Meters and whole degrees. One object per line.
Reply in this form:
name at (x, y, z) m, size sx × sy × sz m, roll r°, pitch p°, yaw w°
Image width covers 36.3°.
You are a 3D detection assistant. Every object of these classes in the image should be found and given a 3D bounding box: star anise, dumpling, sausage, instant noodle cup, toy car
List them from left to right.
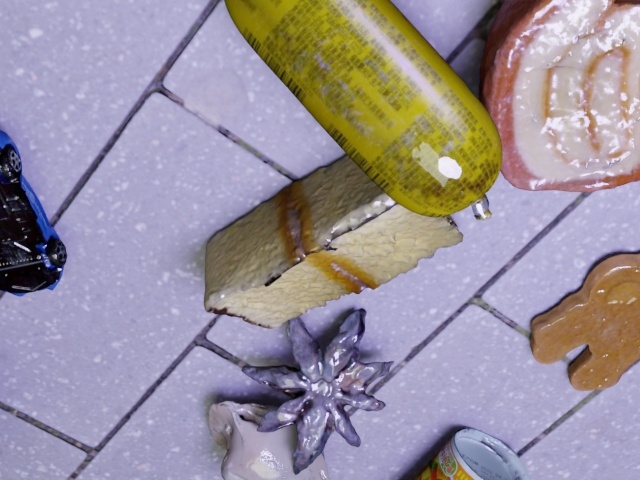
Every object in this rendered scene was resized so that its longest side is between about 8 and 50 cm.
toy car at (-0.344, -0.031, 1.051) m, size 0.103 × 0.063 × 0.216 m, roll -10°, pitch 129°, yaw 8°
dumpling at (-0.066, 0.274, 1.226) m, size 0.199 × 0.118 × 0.136 m, roll 41°, pitch 135°, yaw -2°
star anise at (-0.004, 0.169, 1.148) m, size 0.180 × 0.061 × 0.204 m, roll 41°, pitch 93°, yaw 0°
sausage at (0.041, -0.151, 0.886) m, size 0.123 × 0.123 × 0.347 m, roll -42°, pitch 91°, yaw 24°
instant noodle cup at (0.174, 0.347, 1.249) m, size 0.168 × 0.168 × 0.185 m, roll 24°, pitch 113°, yaw -15°

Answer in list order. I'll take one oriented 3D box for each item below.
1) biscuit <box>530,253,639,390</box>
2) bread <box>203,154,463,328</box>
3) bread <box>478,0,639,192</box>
biscuit at (0.356, 0.081, 1.134) m, size 0.144 × 0.040 × 0.236 m, roll 32°, pitch 117°, yaw -27°
bread at (0.000, 0.000, 1.043) m, size 0.266 × 0.178 × 0.142 m, roll -31°, pitch 81°, yaw 14°
bread at (0.242, -0.158, 0.926) m, size 0.190 × 0.123 × 0.244 m, roll -10°, pitch 122°, yaw 9°
